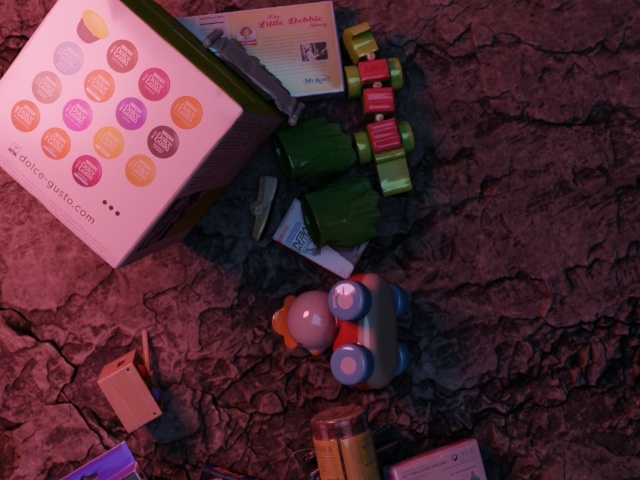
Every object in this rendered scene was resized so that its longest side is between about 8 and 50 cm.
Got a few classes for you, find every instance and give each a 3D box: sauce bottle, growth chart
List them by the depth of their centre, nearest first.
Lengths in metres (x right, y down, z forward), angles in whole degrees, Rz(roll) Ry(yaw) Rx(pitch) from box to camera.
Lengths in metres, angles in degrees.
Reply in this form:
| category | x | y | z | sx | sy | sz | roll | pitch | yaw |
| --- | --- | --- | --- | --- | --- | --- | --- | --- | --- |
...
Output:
| category | x | y | z | sx | sy | sz | roll | pitch | yaw |
| --- | --- | --- | --- | --- | --- | --- | --- | --- | --- |
| sauce bottle | 0.062 | 0.475 | 1.463 | 0.111 | 0.111 | 0.345 | -9 | 93 | -3 |
| growth chart | -0.118 | -0.307 | 1.496 | 0.237 | 0.172 | 0.021 | 41 | 109 | -4 |

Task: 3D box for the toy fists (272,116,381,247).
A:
| category | x | y | z | sx | sy | sz | roll | pitch | yaw |
| --- | --- | --- | --- | --- | --- | --- | --- | --- | --- |
| toy fists | 0.017 | -0.111 | 1.544 | 0.142 | 0.096 | 0.279 | -16 | 66 | -17 |

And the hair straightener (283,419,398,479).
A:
| category | x | y | z | sx | sy | sz | roll | pitch | yaw |
| --- | --- | --- | --- | --- | --- | --- | --- | --- | --- |
| hair straightener | 0.027 | 0.396 | 1.543 | 0.230 | 0.047 | 0.089 | -27 | 85 | 0 |

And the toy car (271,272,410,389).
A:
| category | x | y | z | sx | sy | sz | roll | pitch | yaw |
| --- | --- | --- | --- | --- | --- | --- | --- | --- | --- |
| toy car | 0.019 | 0.171 | 1.513 | 0.237 | 0.219 | 0.210 | -5 | 84 | 27 |

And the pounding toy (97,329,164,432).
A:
| category | x | y | z | sx | sy | sz | roll | pitch | yaw |
| --- | --- | --- | --- | --- | --- | --- | --- | --- | --- |
| pounding toy | -0.340 | 0.257 | 1.509 | 0.100 | 0.141 | 0.130 | -29 | 100 | -5 |

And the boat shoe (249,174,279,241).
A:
| category | x | y | z | sx | sy | sz | roll | pitch | yaw |
| --- | --- | --- | --- | --- | --- | --- | --- | --- | --- |
| boat shoe | -0.116 | -0.063 | 1.584 | 0.045 | 0.050 | 0.135 | 14 | 73 | 3 |

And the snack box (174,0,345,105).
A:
| category | x | y | z | sx | sy | sz | roll | pitch | yaw |
| --- | --- | --- | --- | --- | --- | --- | --- | --- | --- |
| snack box | -0.122 | -0.359 | 1.607 | 0.321 | 0.060 | 0.187 | -7 | 86 | -2 |

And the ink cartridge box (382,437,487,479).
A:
| category | x | y | z | sx | sy | sz | roll | pitch | yaw |
| --- | --- | --- | --- | --- | --- | --- | --- | --- | --- |
| ink cartridge box | 0.240 | 0.543 | 1.493 | 0.185 | 0.065 | 0.311 | -12 | 82 | -23 |

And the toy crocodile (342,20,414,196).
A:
| category | x | y | z | sx | sy | sz | roll | pitch | yaw |
| --- | --- | --- | --- | --- | --- | --- | --- | --- | --- |
| toy crocodile | 0.114 | -0.254 | 1.581 | 0.115 | 0.105 | 0.341 | -9 | 85 | -3 |

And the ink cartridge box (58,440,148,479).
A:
| category | x | y | z | sx | sy | sz | roll | pitch | yaw |
| --- | --- | --- | --- | --- | --- | --- | --- | --- | --- |
| ink cartridge box | -0.405 | 0.517 | 1.512 | 0.206 | 0.045 | 0.208 | -31 | 84 | -4 |

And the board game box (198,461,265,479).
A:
| category | x | y | z | sx | sy | sz | roll | pitch | yaw |
| --- | --- | --- | --- | --- | --- | --- | --- | --- | --- |
| board game box | -0.124 | 0.528 | 1.506 | 0.243 | 0.042 | 0.165 | 17 | 93 | 0 |

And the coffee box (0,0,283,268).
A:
| category | x | y | z | sx | sy | sz | roll | pitch | yaw |
| --- | --- | --- | --- | --- | --- | --- | --- | --- | --- |
| coffee box | -0.314 | -0.205 | 1.408 | 0.337 | 0.338 | 0.334 | 42 | 101 | 2 |

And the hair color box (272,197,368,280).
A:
| category | x | y | z | sx | sy | sz | roll | pitch | yaw |
| --- | --- | --- | --- | --- | --- | --- | --- | --- | --- |
| hair color box | 0.000 | 0.000 | 1.576 | 0.167 | 0.053 | 0.093 | 29 | 83 | 0 |
